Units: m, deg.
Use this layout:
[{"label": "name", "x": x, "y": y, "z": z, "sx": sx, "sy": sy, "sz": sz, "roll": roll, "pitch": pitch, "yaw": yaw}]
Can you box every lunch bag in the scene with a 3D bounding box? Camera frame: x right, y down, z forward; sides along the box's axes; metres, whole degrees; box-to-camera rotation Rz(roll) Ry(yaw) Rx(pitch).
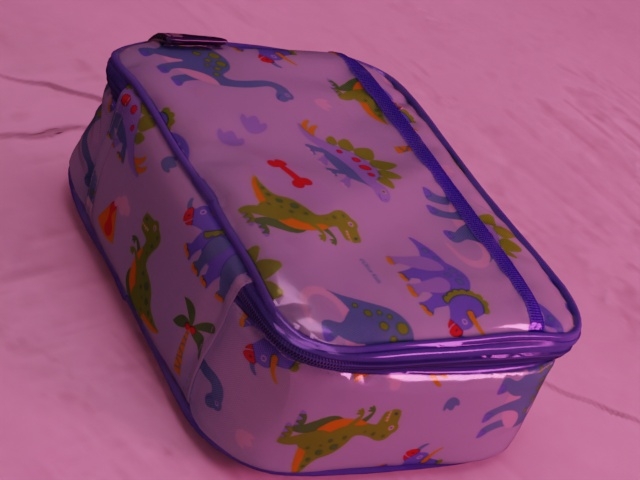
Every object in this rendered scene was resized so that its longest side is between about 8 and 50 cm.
[{"label": "lunch bag", "x": 0.000, "y": 0.000, "z": 0.844, "sx": 0.176, "sy": 0.090, "sz": 0.219, "roll": 3, "pitch": 39, "yaw": -35}]
